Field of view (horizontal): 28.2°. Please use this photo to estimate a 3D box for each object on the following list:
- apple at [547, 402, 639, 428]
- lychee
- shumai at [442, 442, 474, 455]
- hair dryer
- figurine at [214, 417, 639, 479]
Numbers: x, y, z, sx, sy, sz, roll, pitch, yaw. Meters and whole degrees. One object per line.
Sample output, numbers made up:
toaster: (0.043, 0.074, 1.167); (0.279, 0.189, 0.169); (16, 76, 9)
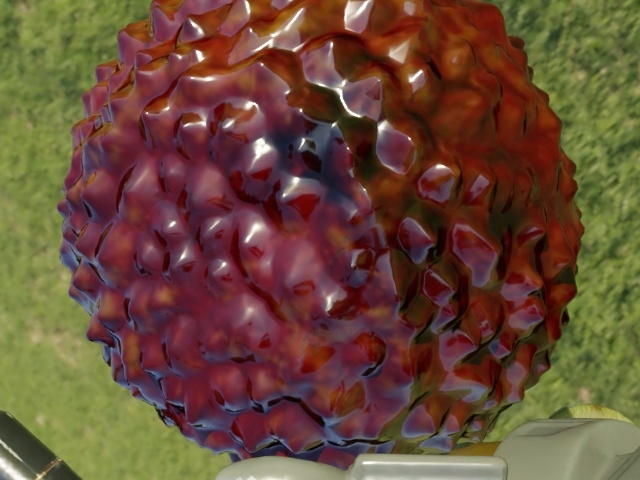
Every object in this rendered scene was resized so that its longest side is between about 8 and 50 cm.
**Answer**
apple: (0.317, 0.296, 1.525); (0.120, 0.265, 0.193); (-34, 72, 41)
lychee: (0.000, 0.000, 1.033); (0.424, 0.424, 0.500); (36, 142, 33)
shumai: (0.129, 0.325, 1.766); (0.161, 0.209, 0.153); (-81, -23, -74)
hair dryer: (-0.423, 0.351, 1.446); (0.189, 0.352, 0.107); (41, 134, 9)
figurine: (0.109, 0.168, 0.585); (0.284, 0.167, 0.342); (-21, 118, 38)
